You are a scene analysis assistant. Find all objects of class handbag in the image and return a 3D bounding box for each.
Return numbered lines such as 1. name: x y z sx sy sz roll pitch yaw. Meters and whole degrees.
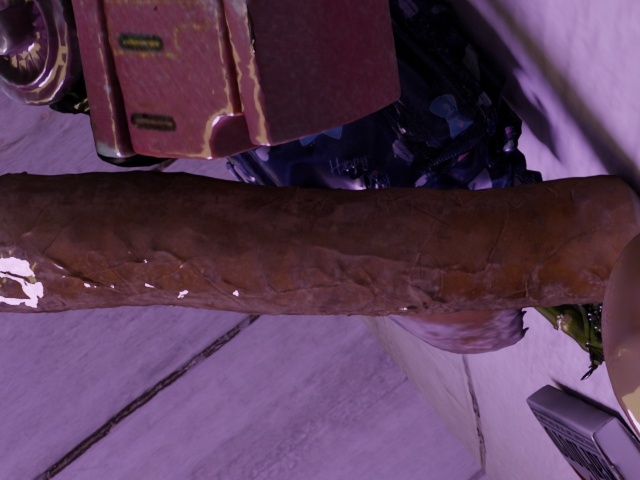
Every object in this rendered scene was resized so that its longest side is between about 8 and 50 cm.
1. handbag: 0.005 -0.095 0.886 0.260 0.162 0.113 51 -171 17

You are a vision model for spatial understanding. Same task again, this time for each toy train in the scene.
1. toy train: -0.081 -0.184 0.747 0.221 0.150 0.304 6 111 44

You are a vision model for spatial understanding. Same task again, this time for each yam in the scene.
1. yam: 0.000 0.000 0.785 0.081 0.357 0.081 179 90 -90

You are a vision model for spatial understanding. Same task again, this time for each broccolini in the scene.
1. broccolini: 0.158 0.033 1.009 0.123 0.062 0.271 63 177 -4

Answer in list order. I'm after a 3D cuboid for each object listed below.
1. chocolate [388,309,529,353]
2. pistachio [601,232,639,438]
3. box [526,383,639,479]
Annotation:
1. chocolate: 0.040 -0.047 1.080 0.303 0.100 0.185 63 -175 25
2. pistachio: 0.182 0.057 0.511 0.185 0.124 0.124 49 174 10
3. box: 0.250 0.190 1.318 0.115 0.036 0.177 53 175 -9
